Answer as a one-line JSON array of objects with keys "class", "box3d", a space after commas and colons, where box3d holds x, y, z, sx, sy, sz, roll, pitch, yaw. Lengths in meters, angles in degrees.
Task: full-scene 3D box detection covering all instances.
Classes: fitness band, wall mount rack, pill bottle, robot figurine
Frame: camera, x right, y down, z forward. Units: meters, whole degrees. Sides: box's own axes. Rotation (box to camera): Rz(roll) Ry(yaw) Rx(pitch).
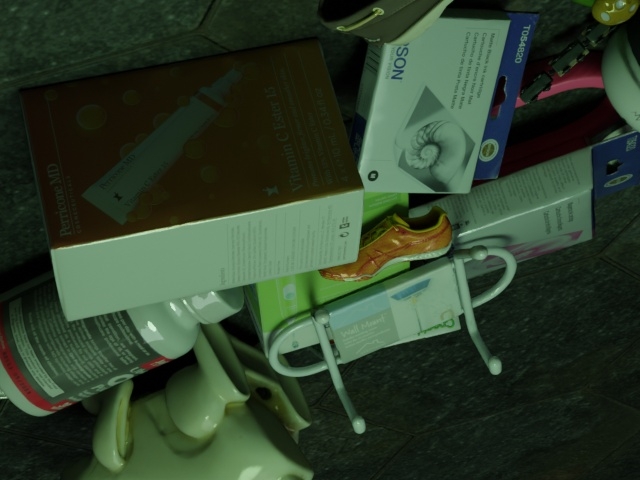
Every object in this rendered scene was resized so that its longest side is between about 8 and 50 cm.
[{"class": "fitness band", "box3d": [0.263, -0.147, 2.017, 0.291, 0.054, 0.209, -21, 152, 6]}, {"class": "wall mount rack", "box3d": [0.104, 0.099, 1.972, 0.350, 0.130, 0.304, -23, 141, -4]}, {"class": "pill bottle", "box3d": [-0.268, 0.094, 2.041, 0.318, 0.176, 0.176, -25, 151, 16]}, {"class": "robot figurine", "box3d": [0.462, -0.231, 1.839, 0.209, 0.174, 0.278, 11, 141, -42]}]

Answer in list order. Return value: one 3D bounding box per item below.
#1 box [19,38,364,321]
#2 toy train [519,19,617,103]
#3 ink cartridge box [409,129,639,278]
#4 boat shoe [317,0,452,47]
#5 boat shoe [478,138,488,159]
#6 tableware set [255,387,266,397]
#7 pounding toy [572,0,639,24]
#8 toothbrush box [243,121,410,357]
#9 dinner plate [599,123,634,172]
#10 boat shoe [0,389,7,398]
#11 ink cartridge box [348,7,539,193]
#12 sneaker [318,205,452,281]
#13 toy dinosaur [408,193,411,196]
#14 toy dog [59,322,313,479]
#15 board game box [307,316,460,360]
[{"class": "box", "box3d": [-0.145, -0.070, 1.768, 0.345, 0.215, 0.168, -12, 151, -9]}, {"class": "toy train", "box3d": [0.302, -0.222, 1.887, 0.158, 0.027, 0.036, -43, 180, 14]}, {"class": "ink cartridge box", "box3d": [0.293, -0.035, 2.143, 0.330, 0.071, 0.324, -18, 167, 7]}, {"class": "boat shoe", "box3d": [0.111, -0.307, 1.581, 0.096, 0.117, 0.324, 0, 154, -34]}, {"class": "boat shoe", "box3d": [0.168, -0.149, 1.907, 0.042, 0.049, 0.133, -32, 119, -16]}, {"class": "tableware set", "box3d": [-0.107, 0.306, 2.498, 0.128, 0.194, 0.039, -27, 128, 20]}, {"class": "pounding toy", "box3d": [0.336, -0.299, 1.717, 0.183, 0.110, 0.237, -34, 148, 30]}, {"class": "toothbrush box", "box3d": [0.000, 0.000, 2.005, 0.206, 0.122, 0.283, -17, 140, -9]}, {"class": "dinner plate", "box3d": [0.448, -0.129, 2.189, 0.141, 0.017, 0.141, -12, 151, -7]}, {"class": "boat shoe", "box3d": [-0.454, 0.182, 2.195, 0.267, 0.096, 0.088, -2, 153, -23]}, {"class": "ink cartridge box", "box3d": [0.148, -0.161, 1.826, 0.224, 0.045, 0.223, -2, 117, -27]}, {"class": "sneaker", "box3d": [0.075, 0.001, 1.915, 0.175, 0.064, 0.067, -21, 120, -13]}, {"class": "toy dinosaur", "box3d": [0.003, 0.004, 2.152, 0.268, 0.064, 0.118, -16, 146, -8]}, {"class": "toy dog", "box3d": [-0.218, 0.357, 2.343, 0.408, 0.395, 0.284, -35, 157, 15]}, {"class": "board game box", "box3d": [0.076, 0.117, 2.253, 0.193, 0.053, 0.305, -13, -178, -6]}]
